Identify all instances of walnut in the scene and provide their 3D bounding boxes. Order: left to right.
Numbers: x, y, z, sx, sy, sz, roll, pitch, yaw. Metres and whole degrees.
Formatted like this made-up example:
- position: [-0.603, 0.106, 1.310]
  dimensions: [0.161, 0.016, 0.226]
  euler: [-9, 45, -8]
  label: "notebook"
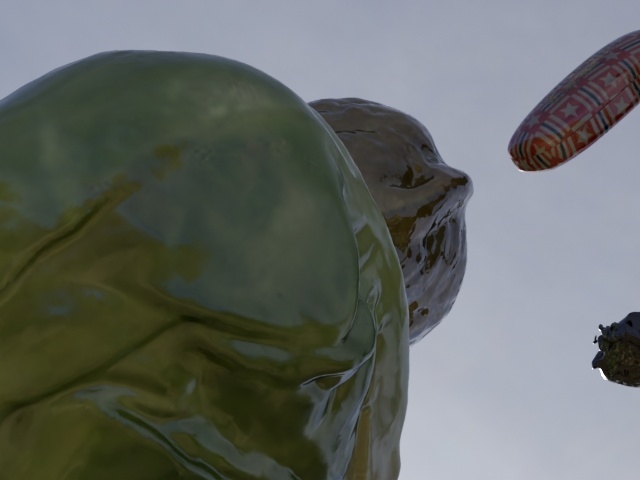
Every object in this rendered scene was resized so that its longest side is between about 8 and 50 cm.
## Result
- position: [0.000, 0.000, 1.397]
  dimensions: [0.283, 0.283, 0.227]
  euler: [-33, -99, 51]
  label: "walnut"

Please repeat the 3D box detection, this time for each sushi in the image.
- position: [0.368, 0.131, 1.982]
  dimensions: [0.085, 0.056, 0.083]
  euler: [7, -45, 3]
  label: "sushi"

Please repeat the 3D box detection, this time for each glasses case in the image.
- position: [0.240, -0.129, 1.457]
  dimensions: [0.073, 0.194, 0.049]
  euler: [-4, -57, 59]
  label: "glasses case"

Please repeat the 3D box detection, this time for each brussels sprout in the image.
- position: [-0.096, 0.056, 0.911]
  dimensions: [0.328, 0.328, 0.247]
  euler: [64, -3, -35]
  label: "brussels sprout"
